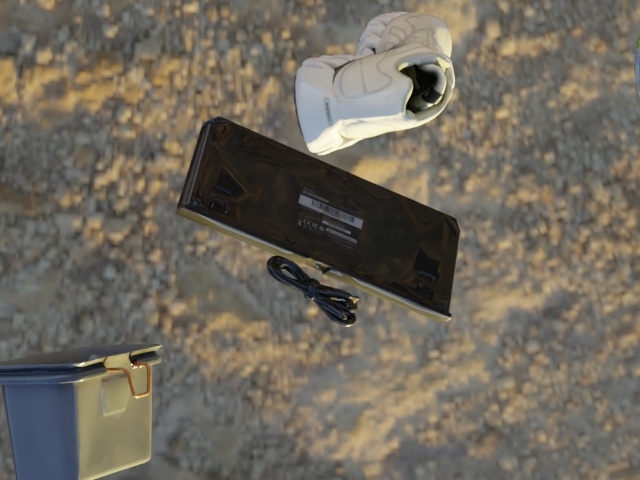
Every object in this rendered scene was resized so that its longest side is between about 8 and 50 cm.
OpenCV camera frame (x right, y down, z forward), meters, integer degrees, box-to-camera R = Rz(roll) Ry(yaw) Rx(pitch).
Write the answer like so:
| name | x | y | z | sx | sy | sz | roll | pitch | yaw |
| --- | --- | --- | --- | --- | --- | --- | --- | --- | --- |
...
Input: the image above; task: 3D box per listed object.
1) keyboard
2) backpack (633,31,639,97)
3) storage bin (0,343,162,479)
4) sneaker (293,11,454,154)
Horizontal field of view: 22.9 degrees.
| name | x | y | z | sx | sy | sz | roll | pitch | yaw |
| --- | --- | --- | --- | --- | --- | --- | --- | --- | --- |
| keyboard | 0.000 | 0.000 | 0.961 | 0.180 | 0.108 | 0.023 | 22 | 140 | -13 |
| backpack | 0.344 | -0.115 | 0.846 | 0.273 | 0.355 | 0.290 | -10 | 111 | 58 |
| storage bin | -0.171 | 0.128 | 1.170 | 0.098 | 0.135 | 0.091 | -4 | 92 | 26 |
| sneaker | 0.082 | -0.156 | 1.532 | 0.118 | 0.292 | 0.110 | -4 | 110 | 26 |
